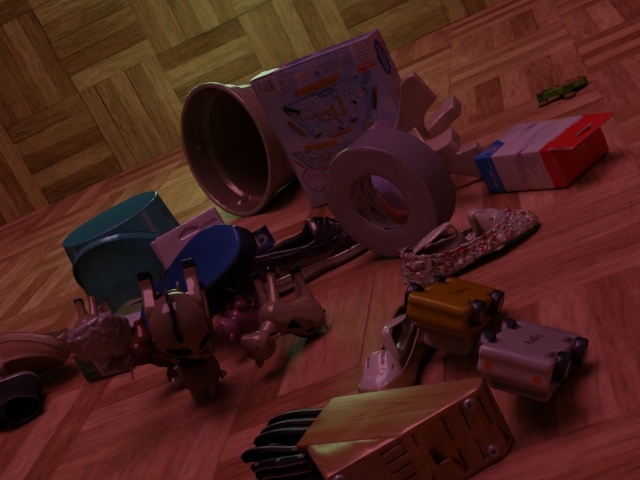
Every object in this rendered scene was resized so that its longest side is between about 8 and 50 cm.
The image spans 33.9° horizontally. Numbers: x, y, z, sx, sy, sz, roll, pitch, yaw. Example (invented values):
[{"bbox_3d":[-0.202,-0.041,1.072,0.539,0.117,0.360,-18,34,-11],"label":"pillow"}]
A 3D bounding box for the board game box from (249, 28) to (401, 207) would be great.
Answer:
[{"bbox_3d":[0.049,-0.249,2.220,0.319,0.318,0.066,-12,21,38],"label":"board game box"}]

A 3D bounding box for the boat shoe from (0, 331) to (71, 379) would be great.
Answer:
[{"bbox_3d":[-0.625,0.264,2.102,0.341,0.122,0.110,-18,56,35],"label":"boat shoe"}]

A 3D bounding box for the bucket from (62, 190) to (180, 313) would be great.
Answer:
[{"bbox_3d":[-0.426,0.026,2.344,0.281,0.183,0.281,-26,17,8],"label":"bucket"}]

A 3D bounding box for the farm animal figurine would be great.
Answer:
[{"bbox_3d":[-0.175,0.149,1.621,0.330,0.172,0.327,-23,-24,13],"label":"farm animal figurine"}]

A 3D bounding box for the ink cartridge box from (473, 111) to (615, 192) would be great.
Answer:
[{"bbox_3d":[0.399,-0.152,1.826,0.134,0.078,0.231,-37,20,-29],"label":"ink cartridge box"}]

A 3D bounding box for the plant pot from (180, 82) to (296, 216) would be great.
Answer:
[{"bbox_3d":[-0.124,-0.266,2.595,0.305,0.333,0.334,-27,13,-38],"label":"plant pot"}]

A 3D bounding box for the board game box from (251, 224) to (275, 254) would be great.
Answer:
[{"bbox_3d":[-0.185,0.043,2.061,0.165,0.042,0.243,-31,0,-13],"label":"board game box"}]

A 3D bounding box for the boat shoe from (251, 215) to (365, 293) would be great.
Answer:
[{"bbox_3d":[0.000,0.000,1.945,0.285,0.092,0.103,-30,19,-7],"label":"boat shoe"}]

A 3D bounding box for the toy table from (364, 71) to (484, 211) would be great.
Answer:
[{"bbox_3d":[0.195,-0.176,1.977,0.161,0.252,0.274,-37,28,24],"label":"toy table"}]

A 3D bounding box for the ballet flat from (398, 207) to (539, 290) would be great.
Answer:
[{"bbox_3d":[0.229,-0.003,1.645,0.241,0.077,0.091,-29,16,-8],"label":"ballet flat"}]

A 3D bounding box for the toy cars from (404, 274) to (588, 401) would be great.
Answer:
[{"bbox_3d":[0.204,0.125,1.284,0.177,0.087,0.394,7,10,-18],"label":"toy cars"}]

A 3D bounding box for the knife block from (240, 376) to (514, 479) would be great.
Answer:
[{"bbox_3d":[0.051,0.228,1.216,0.276,0.088,0.242,-29,18,-7],"label":"knife block"}]

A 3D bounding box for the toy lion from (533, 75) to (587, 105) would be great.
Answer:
[{"bbox_3d":[0.518,-0.327,2.249,0.100,0.034,0.096,-15,14,35],"label":"toy lion"}]

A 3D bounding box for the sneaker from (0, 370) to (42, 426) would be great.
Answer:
[{"bbox_3d":[-0.624,0.320,1.951,0.222,0.083,0.118,-28,18,-8],"label":"sneaker"}]

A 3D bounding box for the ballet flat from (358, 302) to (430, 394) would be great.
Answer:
[{"bbox_3d":[0.090,0.160,1.382,0.080,0.073,0.232,-18,19,28],"label":"ballet flat"}]

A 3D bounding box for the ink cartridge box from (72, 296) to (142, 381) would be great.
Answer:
[{"bbox_3d":[-0.370,0.180,2.019,0.109,0.062,0.209,-18,19,28],"label":"ink cartridge box"}]

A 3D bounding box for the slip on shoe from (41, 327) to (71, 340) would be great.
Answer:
[{"bbox_3d":[-0.608,0.221,2.287,0.135,0.041,0.051,-27,17,-1],"label":"slip on shoe"}]

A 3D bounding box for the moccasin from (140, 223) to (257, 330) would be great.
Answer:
[{"bbox_3d":[-0.196,0.072,1.831,0.342,0.117,0.137,-35,47,47],"label":"moccasin"}]

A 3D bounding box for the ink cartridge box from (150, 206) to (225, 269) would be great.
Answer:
[{"bbox_3d":[-0.259,0.012,2.144,0.148,0.085,0.203,-31,-1,-7],"label":"ink cartridge box"}]

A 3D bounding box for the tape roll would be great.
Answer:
[{"bbox_3d":[0.117,-0.080,1.795,0.219,0.219,0.072,-10,25,43],"label":"tape roll"}]
